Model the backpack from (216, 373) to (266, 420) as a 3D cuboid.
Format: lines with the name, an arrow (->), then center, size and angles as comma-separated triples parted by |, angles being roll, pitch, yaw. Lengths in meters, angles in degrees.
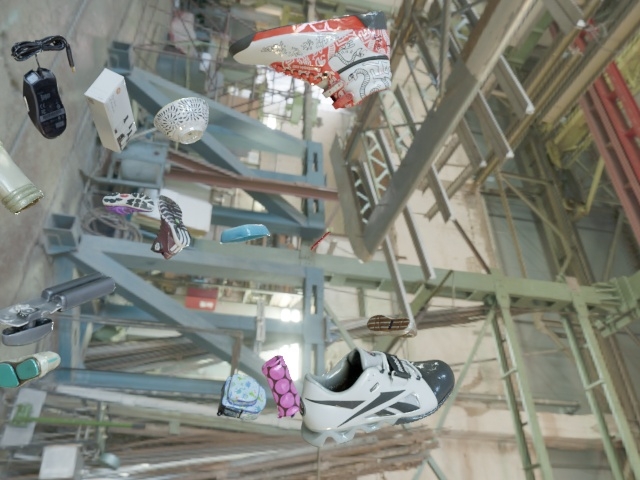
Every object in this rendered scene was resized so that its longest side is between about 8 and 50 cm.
backpack -> -0.199, 0.411, 1.304 | 0.105, 0.114, 0.084 | -88, -158, -55

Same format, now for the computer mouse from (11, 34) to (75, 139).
computer mouse -> -0.729, -0.418, 1.342 | 0.184, 0.060, 0.262 | -58, 156, -48

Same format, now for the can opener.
can opener -> -0.607, 0.156, 1.160 | 0.283, 0.076, 0.095 | -27, 132, -63

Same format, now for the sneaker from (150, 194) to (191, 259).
sneaker -> -0.601, -0.041, 1.903 | 0.162, 0.106, 0.281 | -44, -132, 15

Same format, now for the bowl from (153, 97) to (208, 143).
bowl -> -0.399, -0.341, 1.487 | 0.080, 0.170, 0.170 | 64, -20, 12

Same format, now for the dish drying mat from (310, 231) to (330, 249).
dish drying mat -> 0.000, 0.000, 1.623 | 0.083, 0.008, 0.032 | -44, 174, 24

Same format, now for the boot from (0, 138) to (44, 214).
boot -> -0.617, -0.133, 0.968 | 0.077, 0.165, 0.213 | -41, -156, -10

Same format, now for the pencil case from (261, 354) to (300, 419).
pencil case -> -0.139, 0.509, 1.741 | 0.095, 0.098, 0.209 | -13, -82, 68

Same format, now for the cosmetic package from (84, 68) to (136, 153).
cosmetic package -> -0.569, -0.348, 1.372 | 0.239, 0.060, 0.099 | 117, -4, -65

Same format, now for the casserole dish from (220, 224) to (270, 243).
casserole dish -> -0.220, -0.020, 1.455 | 0.188, 0.114, 0.037 | -1, 79, -75

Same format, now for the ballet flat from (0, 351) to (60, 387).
ballet flat -> -0.546, 0.239, 0.929 | 0.052, 0.168, 0.057 | -22, 96, -61

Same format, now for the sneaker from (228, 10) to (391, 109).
sneaker -> -0.009, -0.288, 0.845 | 0.090, 0.270, 0.145 | -120, -162, -73

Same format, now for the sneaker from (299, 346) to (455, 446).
sneaker -> 0.117, 0.263, 0.940 | 0.122, 0.331, 0.146 | 27, -55, 59

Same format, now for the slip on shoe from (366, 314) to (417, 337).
slip on shoe -> 0.165, 0.202, 1.159 | 0.135, 0.041, 0.051 | -10, -137, 46

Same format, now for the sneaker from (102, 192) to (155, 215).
sneaker -> -0.636, -0.117, 1.672 | 0.071, 0.170, 0.068 | 95, 3, -48
